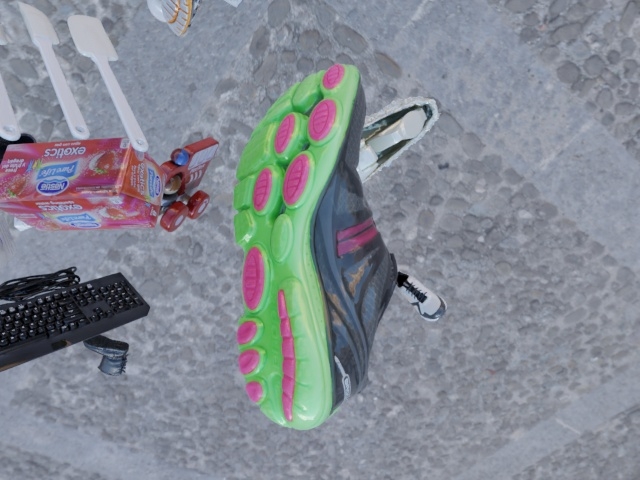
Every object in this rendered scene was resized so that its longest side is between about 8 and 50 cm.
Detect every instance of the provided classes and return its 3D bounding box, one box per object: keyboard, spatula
[{"bbox_3d":[-0.269,0.063,0.445,0.100,0.192,0.038,35,121,26],"label":"keyboard"},{"bbox_3d":[-0.292,-0.184,0.507,0.168,0.242,0.019,-4,146,-45],"label":"spatula"}]

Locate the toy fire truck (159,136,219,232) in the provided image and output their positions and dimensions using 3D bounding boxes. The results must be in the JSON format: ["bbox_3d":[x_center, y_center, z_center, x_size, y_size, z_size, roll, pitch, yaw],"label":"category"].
[{"bbox_3d":[-0.436,-0.185,1.427,0.169,0.302,0.254,34,117,3],"label":"toy fire truck"}]

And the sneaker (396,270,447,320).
[{"bbox_3d":[0.142,0.081,0.691,0.044,0.109,0.040,39,90,-32],"label":"sneaker"}]

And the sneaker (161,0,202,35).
[{"bbox_3d":[-0.288,-0.550,1.041,0.084,0.083,0.215,46,138,4],"label":"sneaker"}]

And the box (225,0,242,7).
[{"bbox_3d":[-0.154,-0.465,0.738,0.137,0.072,0.126,17,151,-40],"label":"box"}]

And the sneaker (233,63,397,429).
[{"bbox_3d":[0.000,0.000,0.657,0.202,0.185,0.482,8,86,-49],"label":"sneaker"}]

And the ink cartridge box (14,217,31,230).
[{"bbox_3d":[-1.071,-0.164,1.829,0.223,0.224,0.045,-23,143,-6],"label":"ink cartridge box"}]

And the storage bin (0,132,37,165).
[{"bbox_3d":[-0.791,-0.189,1.160,0.084,0.180,0.122,-23,93,30],"label":"storage bin"}]

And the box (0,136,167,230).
[{"bbox_3d":[-0.432,-0.097,0.855,0.257,0.122,0.128,-1,157,10],"label":"box"}]

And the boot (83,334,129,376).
[{"bbox_3d":[-0.558,0.299,1.218,0.121,0.045,0.099,17,119,-15],"label":"boot"}]

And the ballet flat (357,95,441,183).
[{"bbox_3d":[0.110,-0.213,1.044,0.409,0.147,0.147,-39,124,-21],"label":"ballet flat"}]

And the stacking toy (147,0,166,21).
[{"bbox_3d":[-0.471,-0.874,1.475,0.351,0.350,0.480,15,154,-13],"label":"stacking toy"}]

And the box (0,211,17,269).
[{"bbox_3d":[-0.575,0.024,0.597,0.324,0.063,0.067,-8,114,-6],"label":"box"}]
